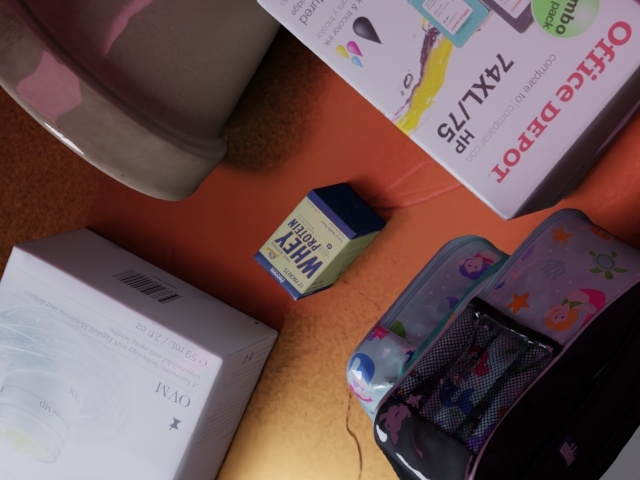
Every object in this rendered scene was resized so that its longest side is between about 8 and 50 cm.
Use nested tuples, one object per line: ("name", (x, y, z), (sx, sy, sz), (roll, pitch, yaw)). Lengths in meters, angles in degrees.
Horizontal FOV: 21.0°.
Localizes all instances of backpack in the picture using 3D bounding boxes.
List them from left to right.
("backpack", (0.156, 0.101, 1.319), (0.253, 0.225, 0.191), (-45, 58, -9))

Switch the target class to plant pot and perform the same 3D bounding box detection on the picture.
("plant pot", (-0.138, -0.202, 1.454), (0.263, 0.263, 0.229), (45, 104, 10))

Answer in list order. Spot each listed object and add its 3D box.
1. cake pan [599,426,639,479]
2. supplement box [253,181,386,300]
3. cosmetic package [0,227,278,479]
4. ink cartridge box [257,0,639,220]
("cake pan", (0.217, 0.179, 1.424), (0.293, 0.054, 0.293), (-7, 72, 21))
("supplement box", (0.000, 0.000, 1.515), (0.056, 0.083, 0.083), (45, 110, 11))
("cosmetic package", (-0.196, 0.142, 1.576), (0.224, 0.138, 0.225), (27, 106, 15))
("ink cartridge box", (0.135, -0.180, 1.384), (0.270, 0.197, 0.198), (42, 108, 11))
